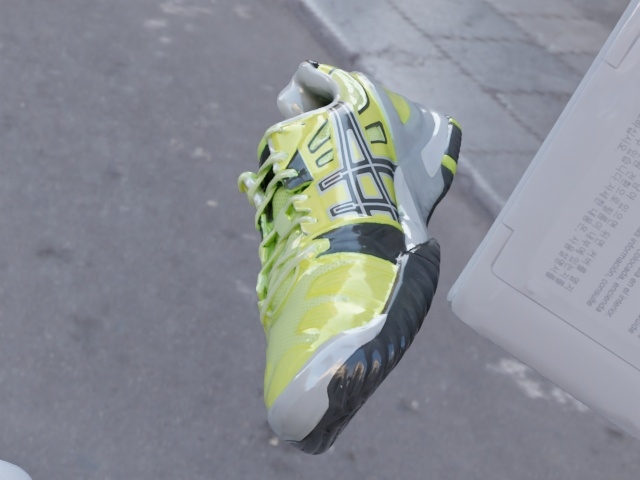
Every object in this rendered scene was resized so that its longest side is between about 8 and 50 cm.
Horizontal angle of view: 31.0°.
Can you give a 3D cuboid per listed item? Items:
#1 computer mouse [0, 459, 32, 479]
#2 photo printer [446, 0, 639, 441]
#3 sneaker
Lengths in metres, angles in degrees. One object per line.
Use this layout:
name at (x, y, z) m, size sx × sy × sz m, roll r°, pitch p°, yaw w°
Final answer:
computer mouse at (-0.291, 0.180, 0.792) m, size 0.193 × 0.042 × 0.106 m, roll -5°, pitch 54°, yaw -24°
photo printer at (0.260, 0.021, 0.650) m, size 0.308 × 0.256 × 0.107 m, roll 34°, pitch 27°, yaw 12°
sneaker at (0.000, 0.000, 0.837) m, size 0.147 × 0.145 × 0.384 m, roll 30°, pitch 32°, yaw -9°
